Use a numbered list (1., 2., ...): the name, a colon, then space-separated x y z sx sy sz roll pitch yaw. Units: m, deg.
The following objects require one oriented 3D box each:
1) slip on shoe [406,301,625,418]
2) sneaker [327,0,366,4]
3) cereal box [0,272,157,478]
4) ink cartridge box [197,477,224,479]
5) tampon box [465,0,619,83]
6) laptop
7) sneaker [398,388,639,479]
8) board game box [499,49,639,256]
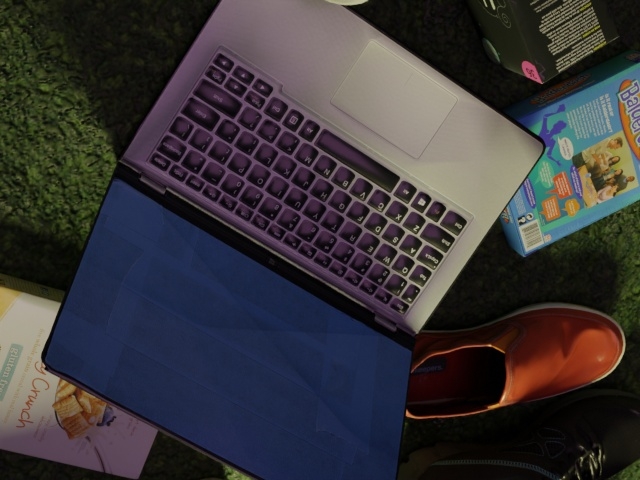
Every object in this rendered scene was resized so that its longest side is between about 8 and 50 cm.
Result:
1. slip on shoe: 0.208 0.146 1.444 0.331 0.101 0.123 -5 109 -19
2. sneaker: -0.034 -0.276 1.173 0.190 0.083 0.071 32 114 4
3. cereal box: -0.270 0.140 1.300 0.240 0.047 0.173 18 102 -24
4. ink cartridge box: -0.195 0.490 1.390 0.279 0.160 0.385 -11 112 -15
5. tampon box: 0.210 -0.262 1.285 0.101 0.120 0.161 -31 116 -7
6. laptop: 0.000 0.000 1.217 0.382 0.236 0.408 31 98 -19
7. sneaker: 0.266 0.282 1.492 0.340 0.139 0.125 -18 112 -14
8. board game box: 0.288 -0.098 1.413 0.210 0.047 0.160 -25 115 -9
